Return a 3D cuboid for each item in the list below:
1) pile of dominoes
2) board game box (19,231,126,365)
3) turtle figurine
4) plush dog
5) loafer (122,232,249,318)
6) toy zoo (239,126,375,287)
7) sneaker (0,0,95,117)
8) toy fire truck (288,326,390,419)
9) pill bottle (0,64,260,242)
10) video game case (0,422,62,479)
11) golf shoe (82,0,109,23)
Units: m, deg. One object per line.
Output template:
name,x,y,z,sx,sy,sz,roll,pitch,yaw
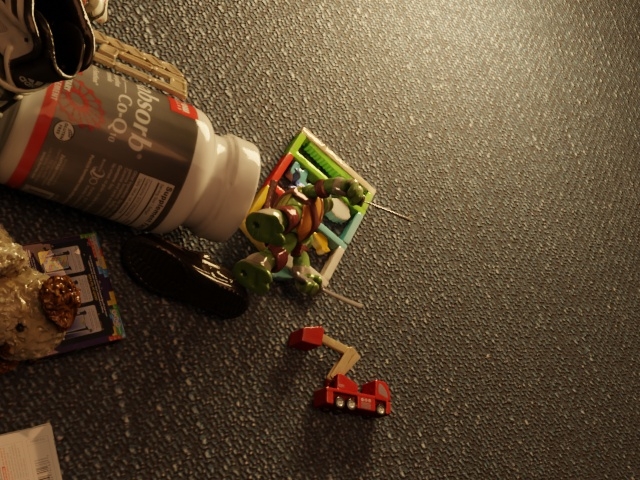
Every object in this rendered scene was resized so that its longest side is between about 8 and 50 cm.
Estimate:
pile of dominoes,-0.335,-0.285,1.406,0.251,0.040,0.196,23,17,-16
board game box,-0.378,0.084,1.296,0.141,0.048,0.170,-11,79,-35
turtle figurine,0.000,0.000,1.434,0.274,0.198,0.266,56,36,2
plush dog,-0.436,0.069,1.165,0.225,0.262,0.210,48,32,-13
loafer,-0.215,0.052,1.414,0.220,0.080,0.078,32,24,-19
toy zoo,-0.027,-0.044,1.597,0.192,0.030,0.293,41,54,-16
sneaker,-0.442,-0.190,1.105,0.169,0.257,0.447,8,103,-59
toy fire truck,0.037,0.229,1.524,0.192,0.047,0.135,16,63,-30
pill bottle,-0.290,-0.131,1.338,0.363,0.210,0.210,19,62,-28
video game case,-0.443,0.393,1.122,0.244,0.061,0.269,-7,76,-37
golf shoe,-0.387,-0.452,1.497,0.086,0.067,0.186,33,52,-53
